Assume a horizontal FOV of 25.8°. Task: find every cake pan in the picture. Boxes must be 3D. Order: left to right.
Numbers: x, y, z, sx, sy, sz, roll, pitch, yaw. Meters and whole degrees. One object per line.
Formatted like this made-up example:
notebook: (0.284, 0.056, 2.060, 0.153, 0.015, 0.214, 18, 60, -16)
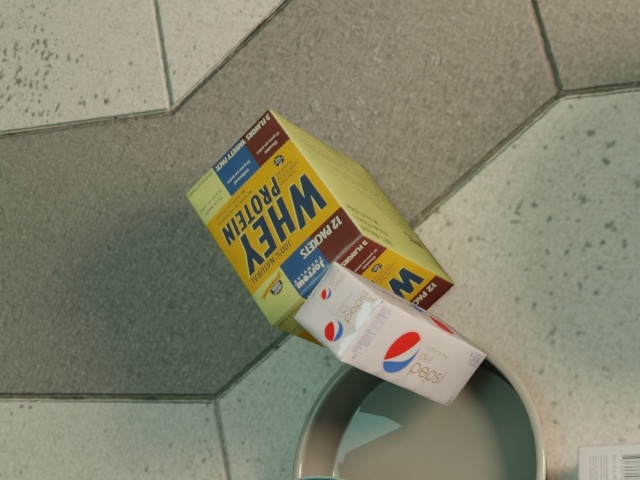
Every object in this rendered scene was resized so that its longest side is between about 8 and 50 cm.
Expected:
cake pan: (0.106, 0.240, 1.436, 0.293, 0.054, 0.293, -12, 67, 30)

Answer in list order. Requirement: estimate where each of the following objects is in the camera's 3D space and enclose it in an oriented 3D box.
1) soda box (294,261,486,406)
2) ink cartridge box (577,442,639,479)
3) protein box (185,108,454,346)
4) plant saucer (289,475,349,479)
soda box: (0.071, 0.093, 1.341, 0.074, 0.216, 0.069, 39, 95, 37)
ink cartridge box: (0.328, 0.250, 1.270, 0.175, 0.072, 0.127, -8, 69, 31)
protein box: (0.000, 0.000, 1.501, 0.136, 0.200, 0.201, -45, 55, 13)
plant saucer: (0.032, 0.385, 1.384, 0.317, 0.044, 0.317, 5, 98, 37)
